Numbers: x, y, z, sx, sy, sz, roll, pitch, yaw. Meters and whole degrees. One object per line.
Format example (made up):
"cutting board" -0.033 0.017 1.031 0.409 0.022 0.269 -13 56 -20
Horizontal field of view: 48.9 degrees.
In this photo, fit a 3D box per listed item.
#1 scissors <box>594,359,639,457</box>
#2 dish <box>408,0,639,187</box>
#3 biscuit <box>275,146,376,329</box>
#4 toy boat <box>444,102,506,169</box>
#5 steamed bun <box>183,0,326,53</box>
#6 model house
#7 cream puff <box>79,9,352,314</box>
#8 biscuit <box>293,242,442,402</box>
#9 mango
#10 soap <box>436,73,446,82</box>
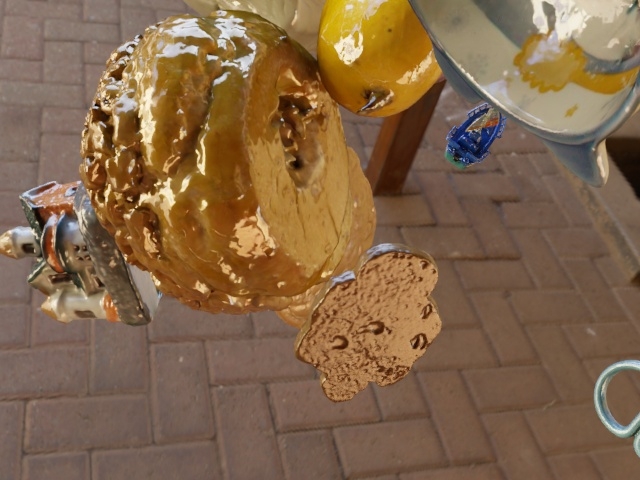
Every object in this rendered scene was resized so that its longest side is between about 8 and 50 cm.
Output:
"scissors" 0.573 0.140 1.005 0.029 0.447 0.192 3 34 -42
"dish" 0.111 -0.141 0.316 0.086 0.236 0.227 -33 96 -5
"biscuit" 0.002 0.001 1.559 0.062 0.385 0.365 19 47 39
"toy boat" 0.324 -0.227 1.394 0.091 0.110 0.175 38 66 8
"steamed bun" -0.104 -0.442 0.979 0.236 0.383 0.247 -7 8 27
"model house" -0.449 0.023 1.237 0.301 0.271 0.190 -5 36 7
"cream puff" -0.111 -0.079 0.779 0.231 0.343 0.326 -8 77 24
"biscuit" 0.077 0.130 1.074 0.209 0.290 0.041 18 24 -19
"mango" 0.082 -0.252 0.742 0.119 0.177 0.316 36 62 -30
"soap" 0.136 -0.319 0.984 0.065 0.122 0.203 -30 101 -60
